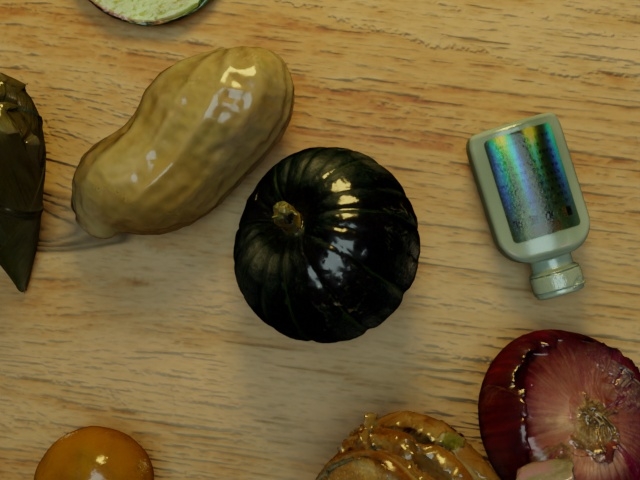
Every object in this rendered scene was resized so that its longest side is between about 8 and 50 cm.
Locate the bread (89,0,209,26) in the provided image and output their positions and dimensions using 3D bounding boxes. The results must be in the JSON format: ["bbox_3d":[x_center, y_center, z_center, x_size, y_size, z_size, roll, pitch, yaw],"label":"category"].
[{"bbox_3d":[-0.231,-0.403,1.229,0.229,0.033,0.228,0,91,4],"label":"bread"}]

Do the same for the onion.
[{"bbox_3d":[0.301,0.225,1.118,0.248,0.161,0.248,0,90,-18],"label":"onion"}]

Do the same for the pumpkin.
[{"bbox_3d":[0.000,0.000,1.124,0.250,0.216,0.249,-13,61,24],"label":"pumpkin"}]

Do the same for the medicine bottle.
[{"bbox_3d":[0.276,-0.040,1.164,0.121,0.083,0.228,-17,87,1],"label":"medicine bottle"}]

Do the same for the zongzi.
[{"bbox_3d":[-0.402,-0.065,1.131,0.125,0.251,0.274,-7,90,-13],"label":"zongzi"}]

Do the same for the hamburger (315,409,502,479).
[{"bbox_3d":[0.093,0.326,1.078,0.261,0.211,0.245,-11,97,41],"label":"hamburger"}]

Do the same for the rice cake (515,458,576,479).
[{"bbox_3d":[0.266,0.366,1.053,0.070,0.399,0.064,-6,46,9],"label":"rice cake"}]

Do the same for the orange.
[{"bbox_3d":[-0.296,0.321,1.179,0.156,0.124,0.156,0,89,0],"label":"orange"}]

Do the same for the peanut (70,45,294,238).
[{"bbox_3d":[-0.177,-0.119,1.161,0.174,0.158,0.340,40,96,-18],"label":"peanut"}]
